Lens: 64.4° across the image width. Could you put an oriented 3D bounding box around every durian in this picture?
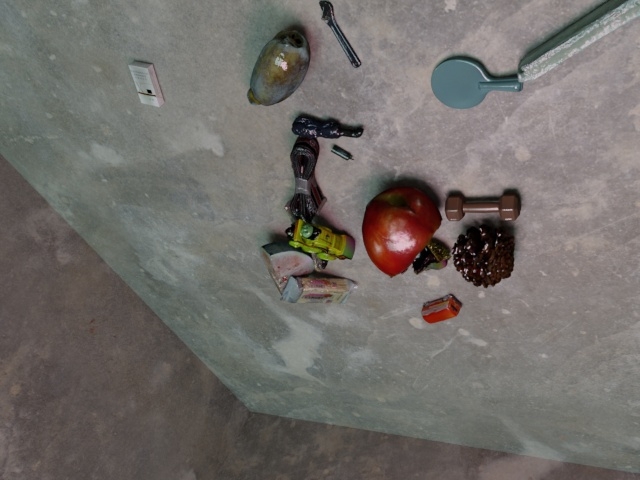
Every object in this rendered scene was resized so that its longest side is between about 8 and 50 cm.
[{"bbox_3d":[0.417,0.053,1.880,0.108,0.119,0.186,-4,161,-20],"label":"durian"}]

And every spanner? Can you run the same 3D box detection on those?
[{"bbox_3d":[0.057,-0.577,1.430,0.046,0.012,0.208,-13,127,39],"label":"spanner"}]

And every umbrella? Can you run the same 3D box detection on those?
[{"bbox_3d":[0.019,-0.357,1.657,0.248,0.071,0.071,15,140,19],"label":"umbrella"}]

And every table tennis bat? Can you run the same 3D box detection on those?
[{"bbox_3d":[0.417,-0.421,1.372,0.244,0.040,0.153,9,139,28],"label":"table tennis bat"}]

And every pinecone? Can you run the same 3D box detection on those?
[{"bbox_3d":[0.538,0.049,1.697,0.221,0.221,0.221,17,140,14],"label":"pinecone"}]

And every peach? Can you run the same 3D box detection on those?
[{"bbox_3d":[0.273,-0.012,1.733,0.281,0.281,0.338,8,134,23],"label":"peach"}]

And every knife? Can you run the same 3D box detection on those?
[{"bbox_3d":[-0.047,-0.017,2.068,0.043,0.089,0.365,8,137,42],"label":"knife"}]

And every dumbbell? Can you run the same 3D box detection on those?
[{"bbox_3d":[0.518,-0.106,1.628,0.231,0.082,0.092,1,136,30],"label":"dumbbell"}]

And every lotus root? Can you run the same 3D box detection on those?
[{"bbox_3d":[-0.130,-0.489,1.529,0.140,0.158,0.322,35,148,-9],"label":"lotus root"}]

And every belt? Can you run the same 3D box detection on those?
[{"bbox_3d":[-0.053,-0.220,1.833,0.126,0.094,0.359,15,140,16],"label":"belt"}]

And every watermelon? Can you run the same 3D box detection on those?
[{"bbox_3d":[-0.146,0.083,2.208,0.175,0.188,0.322,57,162,23],"label":"watermelon"}]

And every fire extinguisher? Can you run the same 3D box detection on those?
[{"bbox_3d":[0.076,-0.293,1.730,0.083,0.025,0.038,29,180,0],"label":"fire extinguisher"}]

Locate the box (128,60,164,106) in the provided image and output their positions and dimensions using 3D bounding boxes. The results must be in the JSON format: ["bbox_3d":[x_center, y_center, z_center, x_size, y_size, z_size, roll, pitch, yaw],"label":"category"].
[{"bbox_3d":[-0.625,-0.563,1.831,0.084,0.040,0.154,14,139,16],"label":"box"}]

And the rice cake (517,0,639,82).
[{"bbox_3d":[0.606,-0.474,1.174,0.063,0.066,0.336,44,140,-20],"label":"rice cake"}]

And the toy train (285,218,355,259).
[{"bbox_3d":[0.000,0.000,1.968,0.160,0.100,0.296,-5,159,41],"label":"toy train"}]

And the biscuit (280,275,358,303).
[{"bbox_3d":[-0.010,0.223,2.242,0.309,0.079,0.186,4,144,-20],"label":"biscuit"}]

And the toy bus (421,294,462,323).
[{"bbox_3d":[0.490,0.289,2.093,0.079,0.077,0.174,42,139,-16],"label":"toy bus"}]
